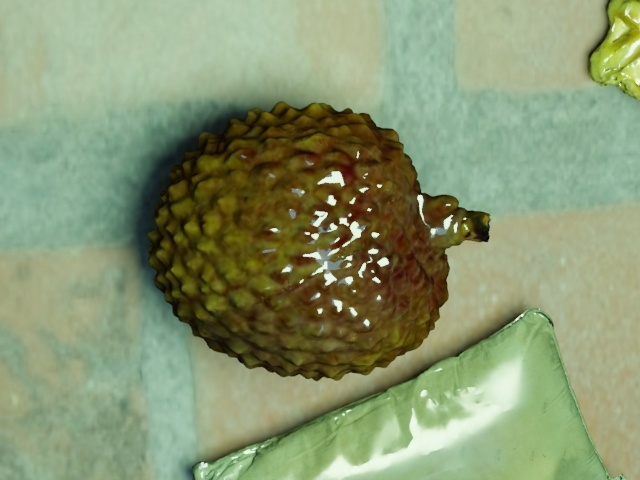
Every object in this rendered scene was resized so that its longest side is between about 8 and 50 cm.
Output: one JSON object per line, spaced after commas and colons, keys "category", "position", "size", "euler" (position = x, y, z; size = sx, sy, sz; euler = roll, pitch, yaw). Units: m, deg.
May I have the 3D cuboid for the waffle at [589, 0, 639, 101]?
{"category": "waffle", "position": [0.338, -0.130, 1.347], "size": [0.291, 0.051, 0.291], "euler": [-2, 100, -14]}

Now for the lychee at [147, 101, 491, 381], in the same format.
{"category": "lychee", "position": [0.000, 0.000, 1.223], "size": [0.238, 0.200, 0.200], "euler": [-9, 106, 11]}

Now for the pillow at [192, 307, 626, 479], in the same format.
{"category": "pillow", "position": [0.074, 0.185, 1.342], "size": [0.302, 0.075, 0.185], "euler": [-24, 107, -5]}
